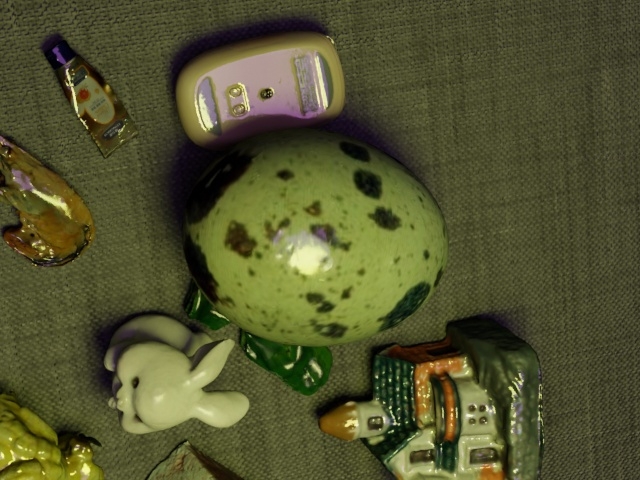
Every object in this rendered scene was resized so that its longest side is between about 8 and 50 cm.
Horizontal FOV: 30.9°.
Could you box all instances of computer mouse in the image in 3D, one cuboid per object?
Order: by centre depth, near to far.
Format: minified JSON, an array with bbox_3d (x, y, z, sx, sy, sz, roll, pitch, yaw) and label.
[{"bbox_3d":[-0.081,-0.203,1.570,0.236,0.082,0.145,-17,108,-14],"label":"computer mouse"}]

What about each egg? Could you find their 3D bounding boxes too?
[{"bbox_3d":[0.000,0.000,1.534,0.379,0.287,0.288,12,100,-25],"label":"egg"}]

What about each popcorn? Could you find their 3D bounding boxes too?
[{"bbox_3d":[-0.406,0.300,1.569,0.195,0.168,0.174,26,83,-58],"label":"popcorn"}]

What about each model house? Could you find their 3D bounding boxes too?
[{"bbox_3d":[0.152,0.274,1.705,0.300,0.190,0.272,-4,106,-15],"label":"model house"}]

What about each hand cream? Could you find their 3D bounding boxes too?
[{"bbox_3d":[-0.305,-0.189,1.531,0.062,0.039,0.163,-42,114,-20],"label":"hand cream"}]

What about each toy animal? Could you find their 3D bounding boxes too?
[{"bbox_3d":[-0.205,0.180,1.578,0.178,0.193,0.128,-10,107,-23],"label":"toy animal"}]

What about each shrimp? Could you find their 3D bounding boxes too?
[{"bbox_3d":[-0.407,-0.064,1.516,0.262,0.066,0.117,43,89,-20],"label":"shrimp"}]

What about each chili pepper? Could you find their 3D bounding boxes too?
[{"bbox_3d":[-0.082,0.125,1.655,0.253,0.083,0.099,37,95,-18],"label":"chili pepper"}]

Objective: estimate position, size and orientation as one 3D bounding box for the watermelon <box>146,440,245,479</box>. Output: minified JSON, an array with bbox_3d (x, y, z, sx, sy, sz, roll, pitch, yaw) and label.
[{"bbox_3d":[-0.186,0.434,1.685,0.213,0.201,0.261,-52,154,-1],"label":"watermelon"}]
